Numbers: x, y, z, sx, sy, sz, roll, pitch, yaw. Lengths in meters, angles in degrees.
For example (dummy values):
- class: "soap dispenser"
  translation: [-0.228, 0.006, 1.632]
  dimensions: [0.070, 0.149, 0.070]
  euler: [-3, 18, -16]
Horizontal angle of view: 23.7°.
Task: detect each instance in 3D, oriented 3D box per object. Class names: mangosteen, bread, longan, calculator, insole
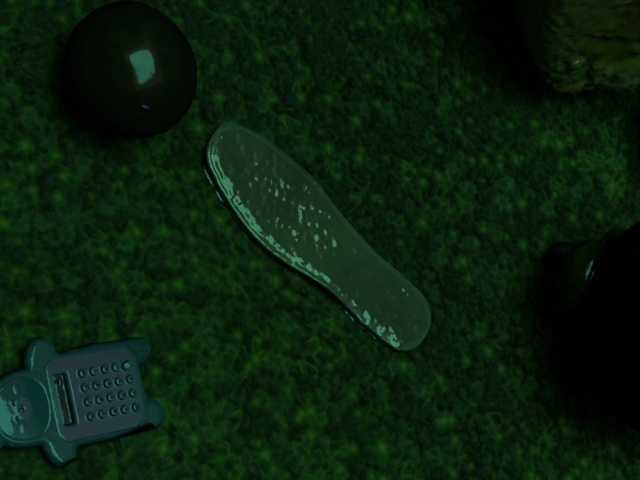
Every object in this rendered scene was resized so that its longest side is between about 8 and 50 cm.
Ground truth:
- class: "mangosteen"
  translation: [0.310, 0.063, 1.324]
  dimensions: [0.216, 0.216, 0.216]
  euler: [11, 70, -31]
- class: "bread"
  translation: [0.240, -0.249, 1.378]
  dimensions: [0.262, 0.163, 0.204]
  euler: [25, 45, -48]
- class: "longan"
  translation: [-0.139, -0.127, 1.141]
  dimensions: [0.119, 0.106, 0.106]
  euler: [-2, 72, -75]
- class: "calculator"
  translation: [-0.177, 0.112, 1.083]
  dimensions: [0.141, 0.019, 0.094]
  euler: [-9, 83, -36]
- class: "insole"
  translation: [0.000, 0.000, 1.240]
  dimensions: [0.248, 0.011, 0.081]
  euler: [42, 56, -16]
